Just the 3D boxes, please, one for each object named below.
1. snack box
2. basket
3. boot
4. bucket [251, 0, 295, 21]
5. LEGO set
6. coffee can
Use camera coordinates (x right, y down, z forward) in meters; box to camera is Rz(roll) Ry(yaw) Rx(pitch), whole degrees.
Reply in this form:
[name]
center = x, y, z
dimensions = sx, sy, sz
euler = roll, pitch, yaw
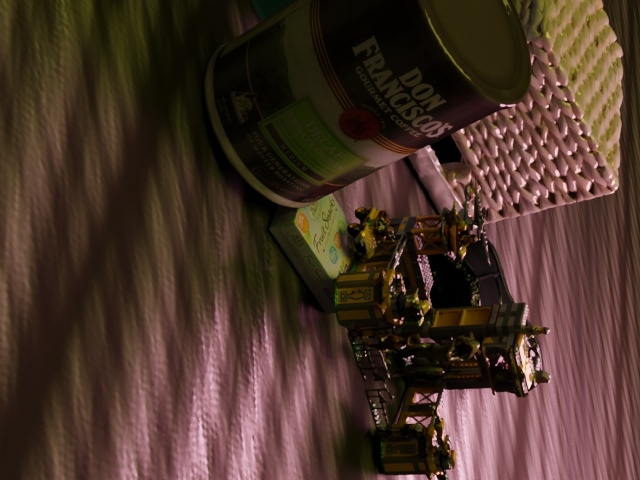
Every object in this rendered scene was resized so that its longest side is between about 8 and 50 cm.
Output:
[snack box]
center = 0.000, 0.000, 1.368
dimensions = 0.141, 0.037, 0.100
euler = 57, 32, -33
[basket]
center = 0.260, -0.244, 1.728
dimensions = 0.328, 0.266, 0.331
euler = 56, 36, -36
[boot]
center = 0.215, 0.111, 1.660
dimensions = 0.207, 0.094, 0.246
euler = -12, 82, -66
[bucket]
center = 0.055, -0.335, 1.387
dimensions = 0.183, 0.281, 0.281
euler = -46, 118, -54
[LEGO set]
center = 0.160, 0.112, 1.407
dimensions = 0.255, 0.192, 0.331
euler = -53, 133, -60
[coffee can]
center = 0.047, -0.175, 1.237
dimensions = 0.201, 0.275, 0.201
euler = 30, 48, -39
